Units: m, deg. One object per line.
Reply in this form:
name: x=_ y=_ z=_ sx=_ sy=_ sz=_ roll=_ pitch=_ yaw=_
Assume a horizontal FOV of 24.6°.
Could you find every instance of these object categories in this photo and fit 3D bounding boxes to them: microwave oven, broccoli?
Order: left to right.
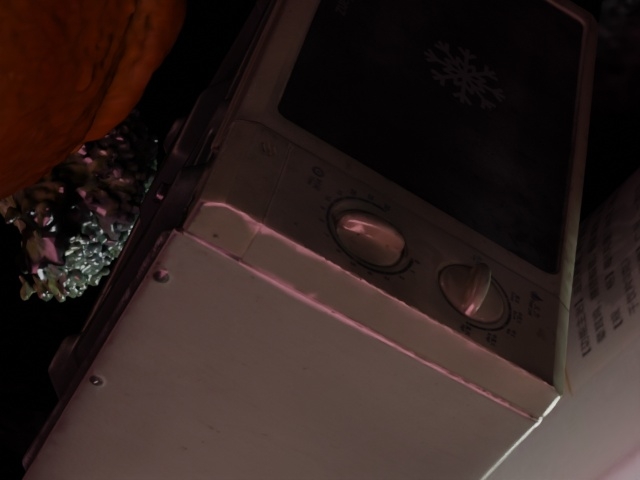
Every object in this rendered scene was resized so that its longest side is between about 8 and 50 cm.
broccoli: x=-0.172 y=-0.045 z=0.683 sx=0.204 sy=0.118 sz=0.122 roll=12 pitch=159 yaw=11
microwave oven: x=0.000 y=0.000 z=0.580 sx=0.145 sy=0.240 sz=0.194 roll=31 pitch=128 yaw=-11

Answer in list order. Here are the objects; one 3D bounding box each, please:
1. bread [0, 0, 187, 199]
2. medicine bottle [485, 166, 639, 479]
bread: x=-0.198 y=-0.146 z=0.541 sx=0.312 sy=0.172 sz=0.312 roll=5 pitch=107 yaw=16
medicine bottle: x=0.151 y=0.044 z=0.613 sx=0.124 sy=0.179 sz=0.324 roll=33 pitch=127 yaw=-14
